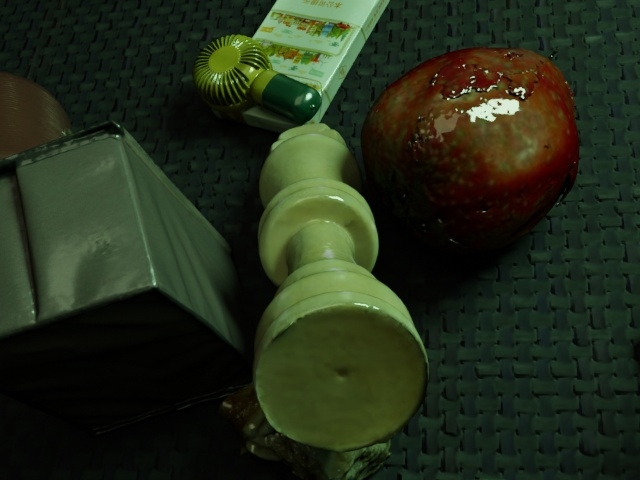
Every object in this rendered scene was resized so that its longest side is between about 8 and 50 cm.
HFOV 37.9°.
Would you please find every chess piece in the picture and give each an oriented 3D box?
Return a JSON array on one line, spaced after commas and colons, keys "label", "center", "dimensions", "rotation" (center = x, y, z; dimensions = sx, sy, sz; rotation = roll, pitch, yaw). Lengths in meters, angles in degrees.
[{"label": "chess piece", "center": [0.000, 0.000, 0.764], "dimensions": [0.117, 0.117, 0.397], "rotation": [-17, 27, 5]}]

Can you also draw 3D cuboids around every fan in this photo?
[{"label": "fan", "center": [-0.064, -0.162, 0.948], "dimensions": [0.155, 0.039, 0.082], "rotation": [27, 72, 29]}]

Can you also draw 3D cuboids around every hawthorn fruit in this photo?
[{"label": "hawthorn fruit", "center": [0.145, -0.100, 0.814], "dimensions": [0.181, 0.181, 0.235], "rotation": [33, 71, 29]}]

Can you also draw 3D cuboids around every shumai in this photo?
[{"label": "shumai", "center": [-0.016, 0.145, 0.755], "dimensions": [0.116, 0.145, 0.145], "rotation": [-28, 53, 24]}]

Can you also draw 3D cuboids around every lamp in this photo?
[{"label": "lamp", "center": [-0.324, -0.061, 0.921], "dimensions": [0.180, 0.180, 0.258], "rotation": [-23, 50, 0]}]

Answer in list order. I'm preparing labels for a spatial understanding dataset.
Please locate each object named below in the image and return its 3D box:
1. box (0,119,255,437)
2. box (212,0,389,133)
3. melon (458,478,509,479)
[{"label": "box", "center": [-0.178, 0.046, 0.767], "dimensions": [0.188, 0.252, 0.153], "rotation": [-19, 62, 5]}, {"label": "box", "center": [-0.017, -0.212, 1.007], "dimensions": [0.122, 0.032, 0.220], "rotation": [17, 66, 26]}, {"label": "melon", "center": [0.091, 0.248, 0.609], "dimensions": [0.288, 0.182, 0.182], "rotation": [-11, 57, 9]}]
